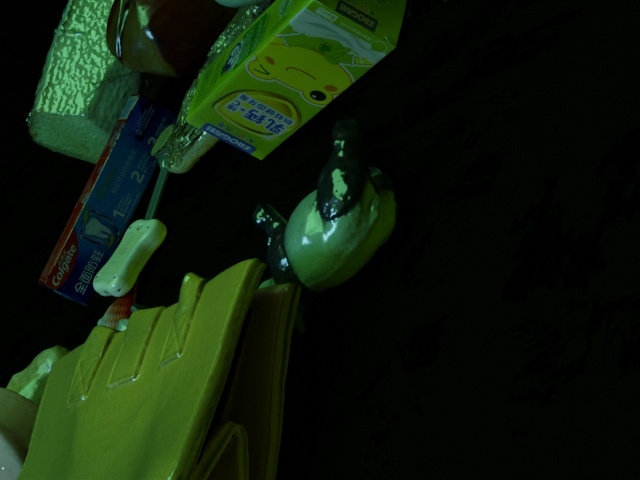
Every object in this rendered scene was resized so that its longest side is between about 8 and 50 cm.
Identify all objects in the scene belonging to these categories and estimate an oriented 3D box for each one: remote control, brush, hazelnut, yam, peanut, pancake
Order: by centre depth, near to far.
[{"bbox_3d":[-0.355,0.239,1.973,0.137,0.122,0.253,-97,30,-47],"label":"peanut"},{"bbox_3d":[-0.256,0.024,2.166,0.074,0.032,0.122,2,53,53],"label":"remote control"},{"bbox_3d":[-0.133,-0.214,2.183,0.282,0.049,0.282,-50,22,29],"label":"pancake"},{"bbox_3d":[-0.238,-0.061,2.274,0.062,0.027,0.266,-37,31,43],"label":"brush"},{"bbox_3d":[-0.218,-0.333,2.352,0.212,0.181,0.180,19,102,48],"label":"hazelnut"},{"bbox_3d":[-0.330,-0.255,2.529,0.201,0.203,0.271,64,-137,-62],"label":"yam"}]

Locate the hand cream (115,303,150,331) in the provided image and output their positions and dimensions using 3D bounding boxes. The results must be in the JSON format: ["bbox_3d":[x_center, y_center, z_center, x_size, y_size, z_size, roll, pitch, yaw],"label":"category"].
[{"bbox_3d":[-0.262,0.190,1.985,0.234,0.050,0.080,-66,23,7],"label":"hand cream"}]

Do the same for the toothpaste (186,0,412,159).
[{"bbox_3d":[-0.031,-0.204,1.819,0.327,0.110,0.077,-35,35,53],"label":"toothpaste"}]

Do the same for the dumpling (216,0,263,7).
[{"bbox_3d":[-0.087,-0.377,2.117,0.219,0.108,0.152,9,47,42],"label":"dumpling"}]

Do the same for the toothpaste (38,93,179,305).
[{"bbox_3d":[-0.315,-0.062,2.398,0.320,0.076,0.066,-64,19,-6],"label":"toothpaste"}]

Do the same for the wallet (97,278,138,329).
[{"bbox_3d":[-0.277,0.140,2.112,0.103,0.020,0.196,-46,23,27],"label":"wallet"}]

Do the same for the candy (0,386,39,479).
[{"bbox_3d":[-0.374,0.296,1.858,0.094,0.255,0.255,-22,-19,-50],"label":"candy"}]

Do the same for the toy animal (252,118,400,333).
[{"bbox_3d":[0.000,0.000,1.514,0.225,0.094,0.121,-45,35,38],"label":"toy animal"}]

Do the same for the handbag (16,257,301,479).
[{"bbox_3d":[-0.165,0.189,1.537,0.401,0.133,0.283,-29,44,51],"label":"handbag"}]
